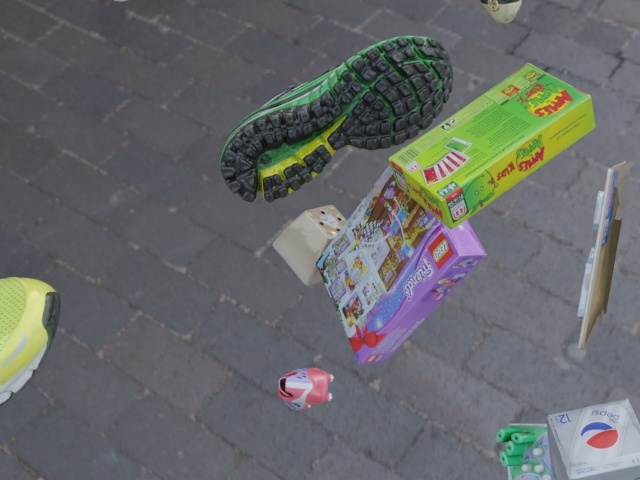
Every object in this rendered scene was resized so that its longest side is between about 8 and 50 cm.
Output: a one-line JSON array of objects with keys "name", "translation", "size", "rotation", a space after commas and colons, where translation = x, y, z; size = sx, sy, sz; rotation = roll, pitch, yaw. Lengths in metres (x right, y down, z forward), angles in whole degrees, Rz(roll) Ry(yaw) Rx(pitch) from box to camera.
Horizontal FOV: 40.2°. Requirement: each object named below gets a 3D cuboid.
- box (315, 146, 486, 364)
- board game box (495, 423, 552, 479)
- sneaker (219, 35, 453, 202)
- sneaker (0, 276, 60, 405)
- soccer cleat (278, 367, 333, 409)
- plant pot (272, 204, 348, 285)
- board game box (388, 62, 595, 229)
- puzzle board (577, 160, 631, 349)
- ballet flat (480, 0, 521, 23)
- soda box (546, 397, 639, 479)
[{"name": "box", "translation": [0.111, 0.030, 1.340], "size": [0.057, 0.293, 0.201], "rotation": [0, 53, -34]}, {"name": "board game box", "translation": [0.458, 0.509, 1.468], "size": [0.050, 0.390, 0.390], "rotation": [5, 78, -35]}, {"name": "sneaker", "translation": [0.015, -0.181, 1.168], "size": [0.343, 0.134, 0.146], "rotation": [-24, 26, -3]}, {"name": "sneaker", "translation": [-0.252, 0.055, 0.510], "size": [0.208, 0.094, 0.082], "rotation": [-12, 53, 16]}, {"name": "soccer cleat", "translation": [-0.048, 0.283, 1.690], "size": [0.095, 0.248, 0.083], "rotation": [10, 77, -14]}, {"name": "plant pot", "translation": [0.000, 0.000, 1.549], "size": [0.109, 0.096, 0.109], "rotation": [-15, 55, -43]}, {"name": "board game box", "translation": [0.168, -0.096, 0.860], "size": [0.181, 0.043, 0.092], "rotation": [-35, 44, -9]}, {"name": "puzzle board", "translation": [0.207, 0.007, 0.642], "size": [0.011, 0.128, 0.096], "rotation": [11, 12, 25]}, {"name": "ballet flat", "translation": [0.141, -0.274, 0.793], "size": [0.057, 0.173, 0.049], "rotation": [10, 45, 45]}, {"name": "soda box", "translation": [0.334, 0.317, 1.040], "size": [0.098, 0.286, 0.091], "rotation": [-13, 40, 4]}]
